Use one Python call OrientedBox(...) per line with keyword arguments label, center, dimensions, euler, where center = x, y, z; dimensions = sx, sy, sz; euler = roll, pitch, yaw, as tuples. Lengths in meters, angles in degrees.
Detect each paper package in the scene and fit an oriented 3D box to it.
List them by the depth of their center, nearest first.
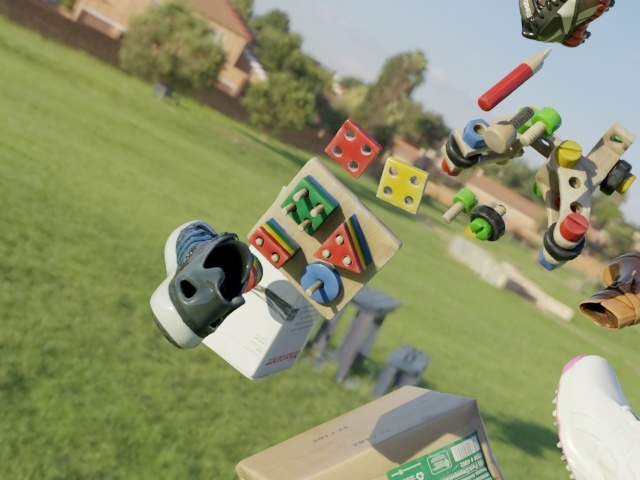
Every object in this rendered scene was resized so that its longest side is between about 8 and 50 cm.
OrientedBox(label="paper package", center=(0.071, 0.363, 1.736), dimensions=(0.168, 0.324, 0.309), euler=(69, -16, -4))

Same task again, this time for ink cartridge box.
OrientedBox(label="ink cartridge box", center=(-0.040, 0.051, 1.437), dimensions=(0.092, 0.219, 0.160), euler=(33, 9, 15))

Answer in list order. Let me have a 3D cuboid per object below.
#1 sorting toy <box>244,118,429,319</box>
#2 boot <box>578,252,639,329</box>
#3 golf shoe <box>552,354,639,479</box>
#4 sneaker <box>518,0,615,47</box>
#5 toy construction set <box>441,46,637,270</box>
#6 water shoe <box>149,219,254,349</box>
OrientedBox(label="sorting toy", center=(0.000, 0.000, 1.222), dimensions=(0.132, 0.274, 0.046), euler=(45, 34, 5))
OrientedBox(label="boot", center=(0.455, 0.080, 1.777), dimensions=(0.197, 0.152, 0.073), euler=(8, -62, 67))
OrientedBox(label="golf shoe", center=(0.312, 0.229, 1.094), dimensions=(0.115, 0.140, 0.306), euler=(31, 38, -37))
OrientedBox(label="sneaker", center=(0.407, -0.405, 1.939), dimensions=(0.135, 0.098, 0.276), euler=(-1, -16, -6))
OrientedBox(label="toy construction set", center=(0.330, -0.144, 1.666), dimensions=(0.257, 0.237, 0.309), euler=(33, -28, 34))
OrientedBox(label="water shoe", center=(-0.089, 0.028, 1.002), dimensions=(0.073, 0.080, 0.203), euler=(54, 13, -19))
